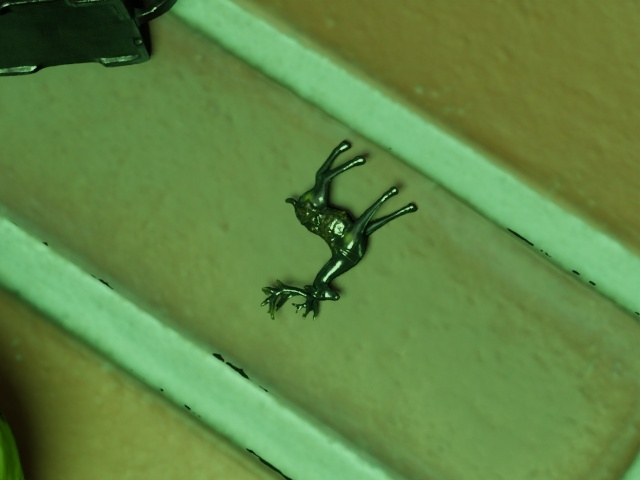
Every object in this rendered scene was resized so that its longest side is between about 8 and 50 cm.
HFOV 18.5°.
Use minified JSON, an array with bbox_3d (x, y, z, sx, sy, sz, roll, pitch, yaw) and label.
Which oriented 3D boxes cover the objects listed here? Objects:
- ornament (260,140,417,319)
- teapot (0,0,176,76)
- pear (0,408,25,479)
[{"bbox_3d":[0.000,0.000,1.338,0.073,0.028,0.125,41,92,8],"label":"ornament"},{"bbox_3d":[-0.182,-0.179,1.355,0.177,0.087,0.096,-5,64,9],"label":"teapot"},{"bbox_3d":[-0.386,0.199,1.233,0.391,0.391,0.391,0,87,10],"label":"pear"}]
